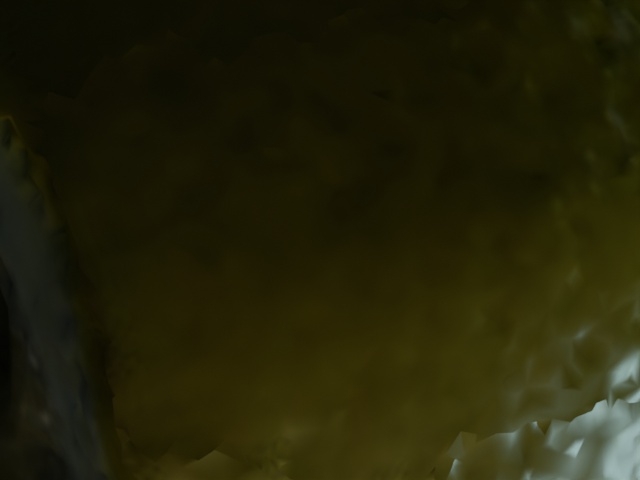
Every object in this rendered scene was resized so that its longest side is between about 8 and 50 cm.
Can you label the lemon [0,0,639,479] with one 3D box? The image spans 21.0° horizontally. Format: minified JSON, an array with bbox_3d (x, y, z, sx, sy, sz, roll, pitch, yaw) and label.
[{"bbox_3d":[0.000,0.000,0.587,0.364,0.364,0.364,-15,167,-4],"label":"lemon"}]
